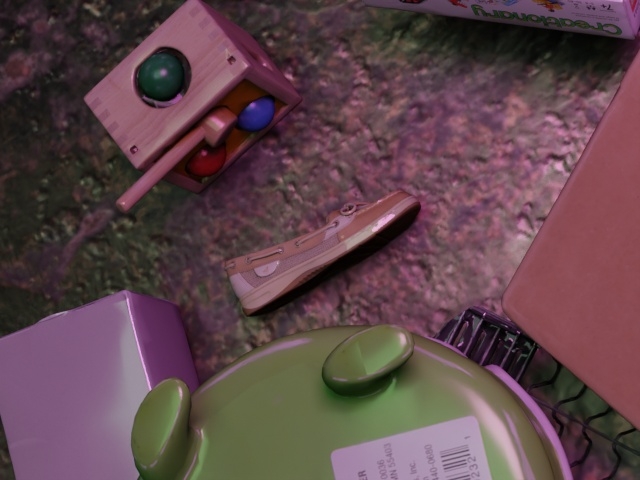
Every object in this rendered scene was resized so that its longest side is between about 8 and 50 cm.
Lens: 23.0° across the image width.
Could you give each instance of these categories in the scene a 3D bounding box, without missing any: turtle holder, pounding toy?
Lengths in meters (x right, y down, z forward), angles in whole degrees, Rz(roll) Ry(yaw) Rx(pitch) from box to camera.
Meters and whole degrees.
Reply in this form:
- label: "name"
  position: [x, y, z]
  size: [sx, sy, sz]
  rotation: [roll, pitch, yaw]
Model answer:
- label: "turtle holder"
  position: [0.007, 0.196, 0.936]
  size: [0.320, 0.227, 0.243]
  rotation: [-46, 69, 8]
- label: "pounding toy"
  position: [-0.095, -0.088, 1.129]
  size: [0.130, 0.141, 0.100]
  rotation: [-42, 72, 9]

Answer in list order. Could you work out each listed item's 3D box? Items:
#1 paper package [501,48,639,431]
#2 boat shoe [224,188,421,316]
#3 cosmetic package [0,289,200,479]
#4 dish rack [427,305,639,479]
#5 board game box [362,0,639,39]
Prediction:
- label: "paper package"
  position: [0.318, 0.010, 0.890]
  size: [0.325, 0.168, 0.309]
  rotation: [42, 122, 26]
- label: "boat shoe"
  position: [0.000, 0.000, 1.131]
  size: [0.153, 0.056, 0.048]
  rotation: [-32, 78, 20]
- label: "cosmetic package"
  position: [-0.144, 0.167, 1.133]
  size: [0.127, 0.107, 0.237]
  rotation: [-19, 74, 15]
- label: "dish rack"
  position: [0.161, 0.177, 1.042]
  size: [0.272, 0.074, 0.208]
  rotation: [28, 91, 22]
- label: "board game box"
  position: [0.159, -0.284, 1.060]
  size: [0.193, 0.053, 0.305]
  rotation: [12, 68, 26]
